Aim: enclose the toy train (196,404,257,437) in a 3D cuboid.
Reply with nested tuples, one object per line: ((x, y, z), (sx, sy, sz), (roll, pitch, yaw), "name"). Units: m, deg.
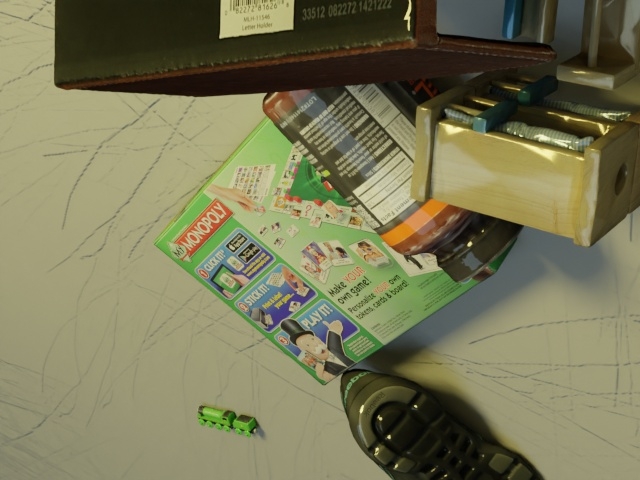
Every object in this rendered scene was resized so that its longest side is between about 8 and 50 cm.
((-0.105, 0.198, 1.648), (0.083, 0.017, 0.024), (9, 128, 36), "toy train")

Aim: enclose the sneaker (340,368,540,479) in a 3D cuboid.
((0.117, 0.206, 1.408), (0.267, 0.101, 0.106), (47, 173, -24), "sneaker")

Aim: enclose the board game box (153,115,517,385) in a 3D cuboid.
((0.000, 0.000, 1.279), (0.213, 0.046, 0.317), (41, 147, -6), "board game box")

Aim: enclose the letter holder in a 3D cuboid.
((0.017, -0.164, 0.871), (0.302, 0.214, 0.152), (1, 90, 46), "letter holder")

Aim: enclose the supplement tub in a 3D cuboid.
((0.058, -0.062, 1.084), (0.198, 0.106, 0.106), (46, 146, -7), "supplement tub")

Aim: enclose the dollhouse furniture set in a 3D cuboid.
((0.150, -0.115, 0.955), (0.129, 0.129, 0.184), (17, 118, 29), "dollhouse furniture set")
